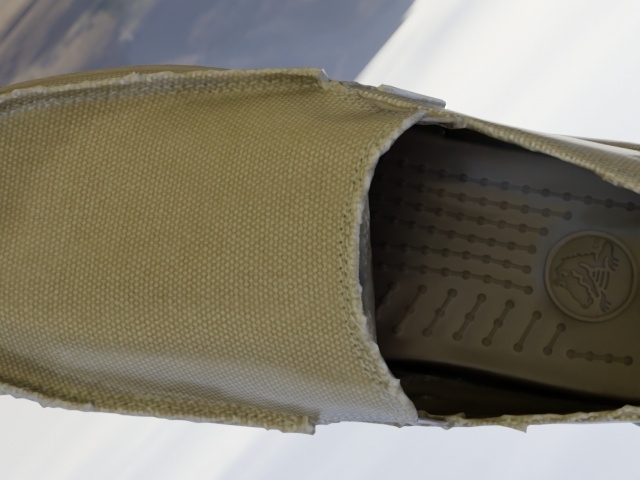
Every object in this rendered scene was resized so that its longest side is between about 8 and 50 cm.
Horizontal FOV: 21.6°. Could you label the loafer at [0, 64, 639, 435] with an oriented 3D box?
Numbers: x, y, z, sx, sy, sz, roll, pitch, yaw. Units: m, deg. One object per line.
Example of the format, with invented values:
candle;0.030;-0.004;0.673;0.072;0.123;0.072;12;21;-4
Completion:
loafer;0.000;0.000;0.442;0.092;0.268;0.102;24;68;-86
